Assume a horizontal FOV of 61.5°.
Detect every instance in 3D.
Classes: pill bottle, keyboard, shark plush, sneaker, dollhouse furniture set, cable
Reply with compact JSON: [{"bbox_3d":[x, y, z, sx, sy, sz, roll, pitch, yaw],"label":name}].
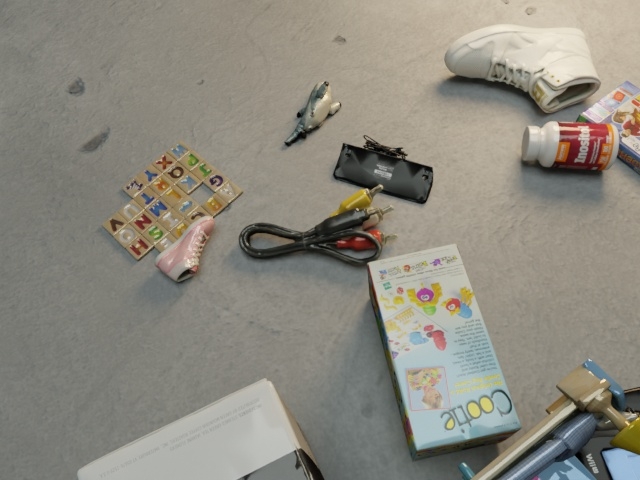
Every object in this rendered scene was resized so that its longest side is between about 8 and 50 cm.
[{"bbox_3d":[0.458,-0.176,0.996,0.152,0.086,0.086,4,63,8],"label":"pill bottle"},{"bbox_3d":[0.128,-0.140,1.048,0.192,0.038,0.100,19,89,14],"label":"keyboard"},{"bbox_3d":[-0.020,-0.261,1.125,0.067,0.073,0.161,24,87,38],"label":"shark plush"},{"bbox_3d":[-0.231,0.020,0.981,0.070,0.051,0.134,41,76,21],"label":"sneaker"},{"bbox_3d":[0.253,0.327,0.601,0.286,0.303,0.198,-36,57,-6],"label":"dollhouse furniture set"},{"bbox_3d":[0.407,-0.339,1.076,0.293,0.108,0.169,-5,59,2],"label":"sneaker"},{"bbox_3d":[0.000,0.000,0.982,0.287,0.072,0.139,-17,78,10],"label":"cable"}]

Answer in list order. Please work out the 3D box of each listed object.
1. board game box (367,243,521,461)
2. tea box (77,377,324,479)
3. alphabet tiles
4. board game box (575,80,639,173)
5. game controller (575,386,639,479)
[{"bbox_3d":[0.171,0.168,0.810,0.144,0.142,0.275,-12,61,0],"label":"board game box"},{"bbox_3d":[-0.070,0.382,0.615,0.220,0.329,0.323,-24,64,-8],"label":"tea box"},{"bbox_3d":[-0.304,-0.075,1.061,0.198,0.009,0.237,39,71,22],"label":"alphabet tiles"},{"bbox_3d":[0.615,-0.206,1.025,0.136,0.035,0.201,-34,64,-12],"label":"board game box"},{"bbox_3d":[0.462,0.364,0.721,0.167,0.067,0.319,-12,61,-1],"label":"game controller"}]
